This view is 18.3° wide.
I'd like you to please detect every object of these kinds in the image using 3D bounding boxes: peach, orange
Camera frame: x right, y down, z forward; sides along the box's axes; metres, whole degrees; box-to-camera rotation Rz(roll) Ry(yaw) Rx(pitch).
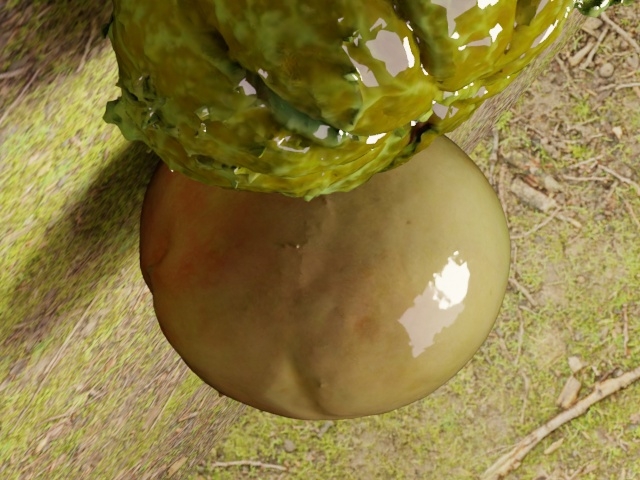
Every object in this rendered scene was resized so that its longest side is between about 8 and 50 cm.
[{"bbox_3d":[-0.001,-0.001,1.538,0.247,0.292,0.292,-45,176,42],"label":"peach"},{"bbox_3d":[0.010,-0.155,1.174,0.300,0.223,0.301,-13,158,-49],"label":"orange"}]
